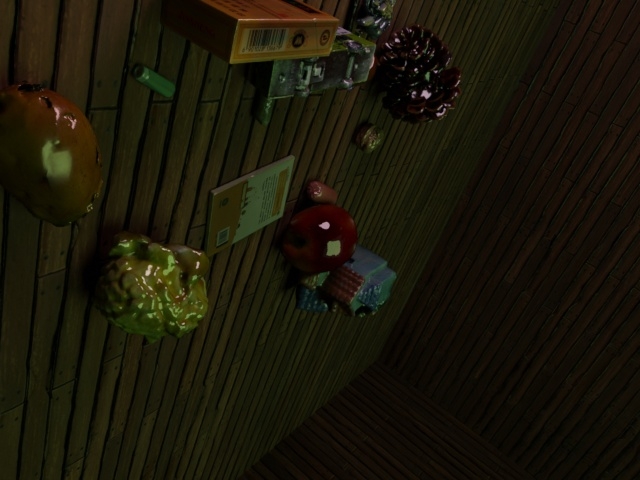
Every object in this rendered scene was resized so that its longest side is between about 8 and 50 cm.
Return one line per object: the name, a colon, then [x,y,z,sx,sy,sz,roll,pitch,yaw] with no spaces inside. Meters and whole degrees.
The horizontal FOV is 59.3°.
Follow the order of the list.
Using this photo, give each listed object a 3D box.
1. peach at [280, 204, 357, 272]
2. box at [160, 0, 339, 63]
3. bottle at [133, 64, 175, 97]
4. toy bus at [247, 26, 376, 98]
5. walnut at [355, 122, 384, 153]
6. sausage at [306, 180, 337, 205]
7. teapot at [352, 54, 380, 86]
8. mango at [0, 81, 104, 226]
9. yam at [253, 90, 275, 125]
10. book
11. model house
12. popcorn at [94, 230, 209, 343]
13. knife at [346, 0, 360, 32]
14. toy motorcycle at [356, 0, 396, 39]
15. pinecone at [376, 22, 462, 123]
peach: [0.000,0.000,1.713,0.243,0.200,0.243,-22,165,-6]
box: [-0.117,-0.387,0.994,0.274,0.174,0.076,-26,145,-48]
bottle: [-0.290,-0.278,0.983,0.030,0.030,0.083,-58,156,6]
toy bus: [-0.023,-0.395,1.231,0.301,0.139,0.113,-23,142,-40]
walnut: [0.153,-0.320,1.744,0.096,0.079,0.082,-52,159,-9]
sausage: [0.005,-0.141,1.715,0.062,0.062,0.154,-58,158,7]
teapot: [0.079,-0.436,1.425,0.173,0.116,0.116,-20,147,-12]
mango: [-0.411,-0.117,0.843,0.155,0.151,0.249,-11,147,-16]
yam: [-0.124,-0.308,1.260,0.043,0.043,0.094,-25,144,-51]
book: [-0.183,-0.091,1.463,0.295,0.020,0.208,-33,148,-44]
model house: [0.046,0.164,1.908,0.329,0.294,0.252,-21,135,-58]
popcorn: [-0.346,0.084,1.157,0.236,0.206,0.252,-22,125,-28]
knife: [0.086,-0.572,1.341,0.046,0.021,0.222,-55,166,-46]
toy motorcycle: [0.140,-0.564,1.407,0.193,0.061,0.124,-40,149,-55]
pinecone: [0.272,-0.471,1.587,0.246,0.246,0.292,-51,146,-10]
